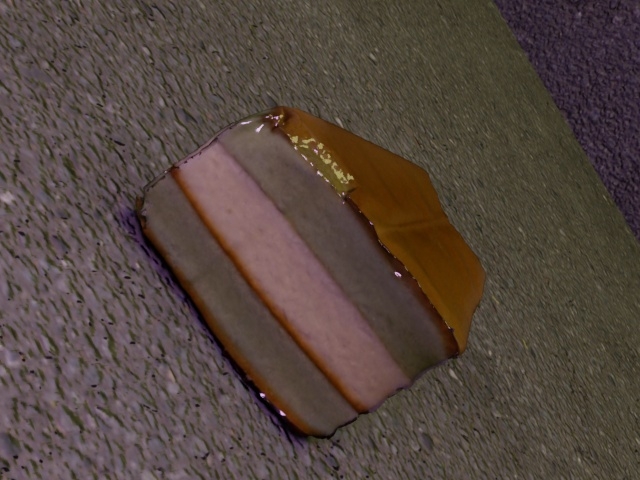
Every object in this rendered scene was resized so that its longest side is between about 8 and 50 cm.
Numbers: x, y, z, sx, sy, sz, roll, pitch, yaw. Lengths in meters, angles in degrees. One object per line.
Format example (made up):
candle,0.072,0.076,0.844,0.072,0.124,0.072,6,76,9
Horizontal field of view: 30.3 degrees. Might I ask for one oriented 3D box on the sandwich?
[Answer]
sandwich,0.000,0.000,0.910,0.227,0.155,0.198,53,22,-6
